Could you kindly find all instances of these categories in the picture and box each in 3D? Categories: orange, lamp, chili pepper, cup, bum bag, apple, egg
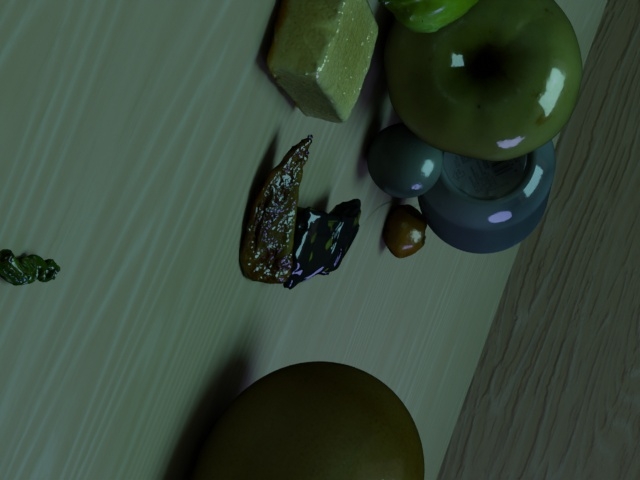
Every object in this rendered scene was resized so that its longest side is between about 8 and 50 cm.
[{"bbox_3d":[0.132,-0.010,2.216,0.086,0.062,0.086,20,90,-73],"label":"orange"},{"bbox_3d":[0.114,-0.108,1.949,0.105,0.105,0.105,18,90,-75],"label":"lamp"},{"bbox_3d":[-0.216,0.021,1.060,0.027,0.022,0.083,-71,161,0],"label":"chili pepper"},{"bbox_3d":[0.238,-0.099,2.129,0.312,0.205,0.205,50,59,-80],"label":"cup"},{"bbox_3d":[0.000,0.000,1.751,0.106,0.060,0.232,-65,165,10],"label":"bum bag"},{"bbox_3d":[0.203,-0.223,1.857,0.262,0.262,0.262,18,90,-75],"label":"apple"},{"bbox_3d":[-0.021,0.281,1.633,0.322,0.250,0.250,-49,154,-40],"label":"egg"}]

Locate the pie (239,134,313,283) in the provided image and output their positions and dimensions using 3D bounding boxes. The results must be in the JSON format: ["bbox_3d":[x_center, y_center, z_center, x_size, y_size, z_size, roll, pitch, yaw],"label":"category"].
[{"bbox_3d":[-0.055,-0.025,1.578,0.088,0.033,0.191,-29,139,-47],"label":"pie"}]

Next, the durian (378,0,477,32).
[{"bbox_3d":[0.176,-0.390,1.663,0.339,0.204,0.255,-58,172,-40],"label":"durian"}]

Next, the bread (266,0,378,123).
[{"bbox_3d":[0.003,-0.203,1.506,0.188,0.068,0.125,42,66,-75],"label":"bread"}]
